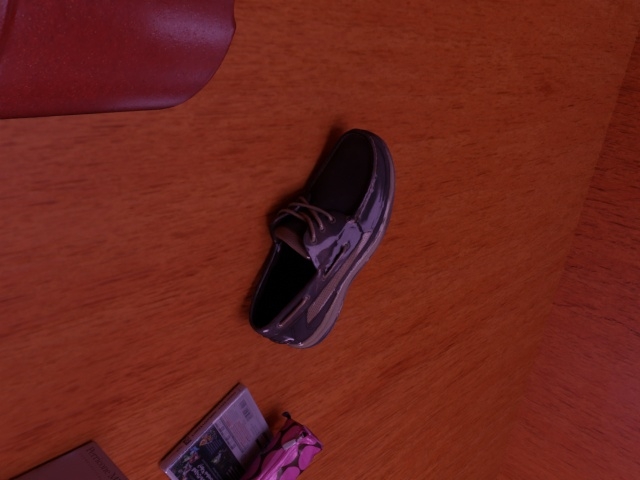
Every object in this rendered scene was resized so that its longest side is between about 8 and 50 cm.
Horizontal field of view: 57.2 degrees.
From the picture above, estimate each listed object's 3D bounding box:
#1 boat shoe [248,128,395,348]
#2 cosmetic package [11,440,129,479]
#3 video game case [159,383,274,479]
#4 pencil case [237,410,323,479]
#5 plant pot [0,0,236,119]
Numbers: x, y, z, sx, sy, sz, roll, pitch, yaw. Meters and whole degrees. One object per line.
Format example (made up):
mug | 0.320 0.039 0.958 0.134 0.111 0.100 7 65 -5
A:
boat shoe | 0.000 0.000 0.872 0.130 0.132 0.355 13 99 -53
cosmetic package | -0.338 0.340 0.675 0.231 0.117 0.085 -20 127 -44
video game case | -0.161 0.351 0.975 0.173 0.022 0.190 -43 140 -26
pencil case | -0.089 0.403 1.000 0.209 0.095 0.098 -49 177 -23
plant pot | -0.215 -0.197 0.409 0.265 0.273 0.272 -14 121 -55
